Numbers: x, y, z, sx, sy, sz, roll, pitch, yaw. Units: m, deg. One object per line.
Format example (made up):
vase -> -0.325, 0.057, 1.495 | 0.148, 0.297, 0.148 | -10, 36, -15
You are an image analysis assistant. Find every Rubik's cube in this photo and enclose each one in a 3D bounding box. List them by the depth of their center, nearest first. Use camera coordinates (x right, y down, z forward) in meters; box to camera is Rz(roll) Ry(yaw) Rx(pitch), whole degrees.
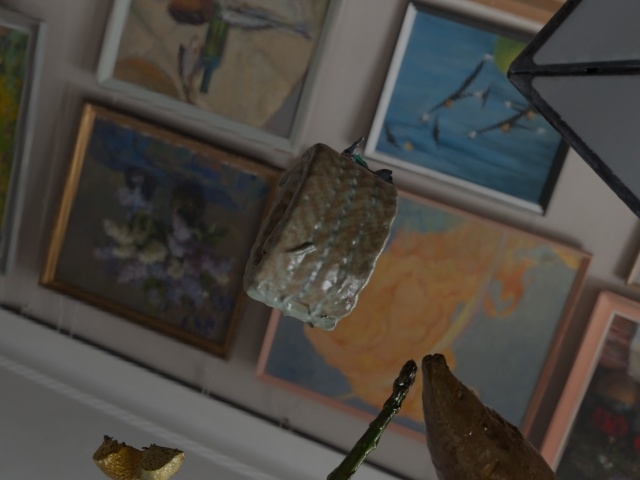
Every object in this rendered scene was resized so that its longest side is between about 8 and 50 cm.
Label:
Rubik's cube -> 0.386, -0.168, 0.900 | 0.260, 0.255, 0.259 | 50, -147, 15

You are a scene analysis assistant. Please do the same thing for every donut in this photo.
donut -> -0.182, 0.215, 0.906 | 0.083, 0.067, 0.038 | 31, -139, 3

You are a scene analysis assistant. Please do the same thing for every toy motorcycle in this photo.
toy motorcycle -> 0.029, -0.089, 1.429 | 0.173, 0.100, 0.058 | -19, -150, 33

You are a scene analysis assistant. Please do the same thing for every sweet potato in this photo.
sweet potato -> 0.203, 0.273, 1.057 | 0.131, 0.336, 0.131 | -25, -164, 8

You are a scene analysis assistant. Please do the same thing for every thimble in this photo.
thimble -> 0.003, -0.006, 1.232 | 0.148, 0.196, 0.229 | 26, -143, -10

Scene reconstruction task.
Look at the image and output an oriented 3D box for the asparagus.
asparagus -> 0.037, 0.221, 0.970 | 0.024, 0.025, 0.248 | 19, -122, 36
